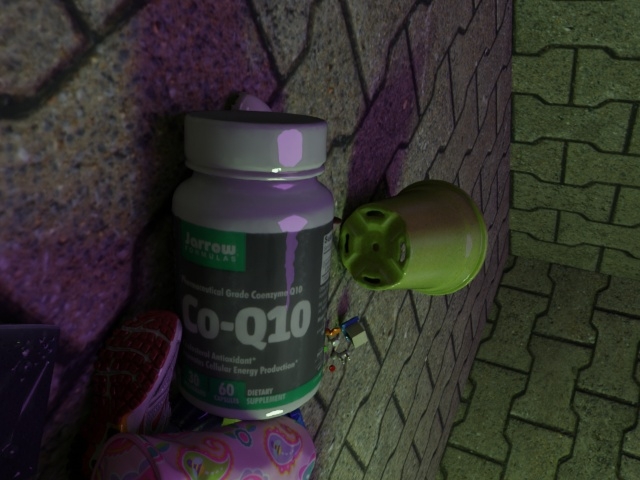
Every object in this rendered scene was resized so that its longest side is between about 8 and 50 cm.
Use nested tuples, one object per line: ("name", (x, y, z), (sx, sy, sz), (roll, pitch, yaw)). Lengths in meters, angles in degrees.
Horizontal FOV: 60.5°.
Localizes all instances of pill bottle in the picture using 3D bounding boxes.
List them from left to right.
("pill bottle", (-0.087, 0.023, 0.709), (0.204, 0.204, 0.361), (-26, 124, -57))

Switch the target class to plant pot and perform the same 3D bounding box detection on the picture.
("plant pot", (0.185, 0.002, 1.207), (0.253, 0.276, 0.276), (-6, 108, -50))

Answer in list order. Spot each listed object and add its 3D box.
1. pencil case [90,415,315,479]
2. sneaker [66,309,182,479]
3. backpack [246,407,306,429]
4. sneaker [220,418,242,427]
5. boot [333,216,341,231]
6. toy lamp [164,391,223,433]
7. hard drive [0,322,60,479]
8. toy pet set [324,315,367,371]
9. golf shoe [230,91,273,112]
("pencil case", (-0.126, 0.277, 0.648), (0.284, 0.124, 0.124), (18, 86, -55))
("sneaker", (-0.224, 0.189, 0.663), (0.225, 0.088, 0.092), (-67, 157, 1))
("backpack", (-0.082, 0.342, 0.978), (0.120, 0.097, 0.101), (-42, 133, -47))
("sneaker", (-0.163, 0.396, 0.870), (0.123, 0.109, 0.296), (-18, 127, -27))
("boot", (0.000, 0.000, 1.057), (0.118, 0.042, 0.087), (-13, 119, -60))
("toy lamp", (-0.133, 0.208, 0.842), (0.274, 0.080, 0.080), (-40, 136, -51))
("hard drive", (-0.341, 0.149, 0.434), (0.254, 0.054, 0.172), (3, 99, -63))
("toy pet set", (0.042, 0.213, 1.232), (0.114, 0.065, 0.122), (-28, 132, -12))
("golf shoe", (-0.063, -0.156, 0.808), (0.176, 0.085, 0.069), (42, 66, -59))
